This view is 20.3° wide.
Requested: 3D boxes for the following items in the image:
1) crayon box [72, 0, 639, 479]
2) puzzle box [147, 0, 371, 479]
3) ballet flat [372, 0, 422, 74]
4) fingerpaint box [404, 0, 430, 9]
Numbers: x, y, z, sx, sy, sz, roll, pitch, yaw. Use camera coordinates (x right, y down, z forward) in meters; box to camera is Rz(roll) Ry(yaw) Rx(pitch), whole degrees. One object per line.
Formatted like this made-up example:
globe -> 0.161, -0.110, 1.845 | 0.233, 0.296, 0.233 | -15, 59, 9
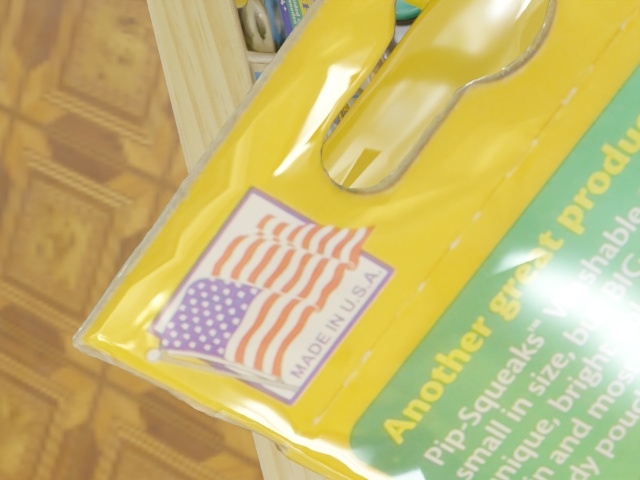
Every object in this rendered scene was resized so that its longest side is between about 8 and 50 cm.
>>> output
crayon box -> 0.125, -0.001, 0.426 | 0.203, 0.323, 0.083 | -53, 27, 14
puzzle box -> 0.000, 0.000, 1.117 | 0.052, 0.272, 0.408 | -14, 91, 17
ballet flat -> 0.088, -0.134, 1.369 | 0.116, 0.124, 0.342 | -30, 47, -13
fingerpaint box -> 0.035, -0.262, 0.794 | 0.445, 0.371, 0.163 | 26, 77, 5
